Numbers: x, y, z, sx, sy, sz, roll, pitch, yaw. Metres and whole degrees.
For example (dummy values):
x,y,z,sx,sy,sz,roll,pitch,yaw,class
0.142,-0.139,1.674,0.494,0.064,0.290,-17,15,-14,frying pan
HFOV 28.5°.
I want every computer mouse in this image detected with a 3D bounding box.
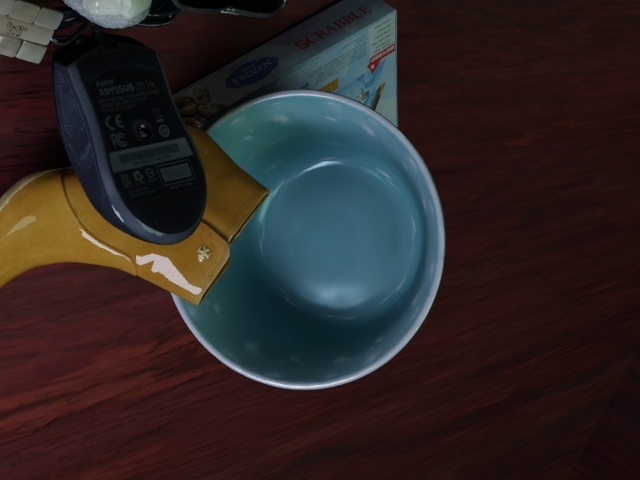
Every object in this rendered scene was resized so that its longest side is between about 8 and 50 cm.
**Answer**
x,y,z,sx,sy,sz,roll,pitch,yaw,class
-0.190,-0.120,1.204,0.188,0.272,0.072,-11,172,-44,computer mouse

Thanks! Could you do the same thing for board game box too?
x,y,z,sx,sy,sz,roll,pitch,yaw,class
-0.043,-0.098,1.515,0.319,0.066,0.318,-32,143,-24,board game box

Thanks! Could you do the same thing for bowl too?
x,y,z,sx,sy,sz,roll,pitch,yaw,class
0.000,0.000,1.372,0.311,0.311,0.163,-56,165,9,bowl

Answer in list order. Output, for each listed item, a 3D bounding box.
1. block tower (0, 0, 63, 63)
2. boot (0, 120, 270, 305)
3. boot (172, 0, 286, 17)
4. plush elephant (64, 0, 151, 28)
x,y,z,sx,sy,sz,roll,pitch,yaw,class
-0.216,-0.319,1.051,0.091,0.097,0.335,6,117,-58,block tower
-0.209,0.003,1.271,0.295,0.211,0.104,-49,176,-6,boot
-0.085,-0.258,1.214,0.247,0.161,0.083,-10,131,-46,boot
-0.245,-0.309,0.859,0.255,0.272,0.330,-60,162,-81,plush elephant
